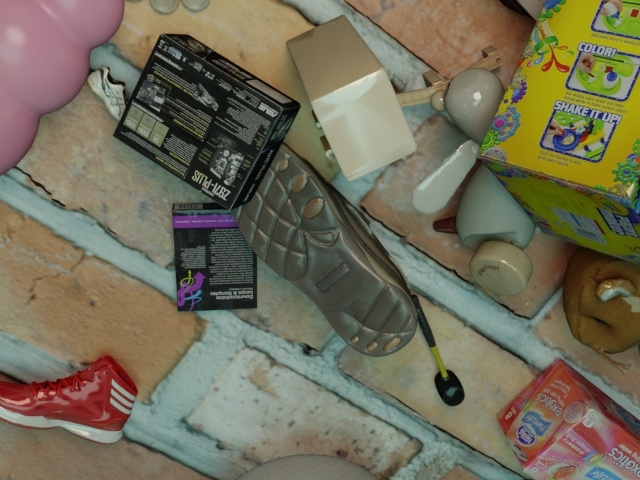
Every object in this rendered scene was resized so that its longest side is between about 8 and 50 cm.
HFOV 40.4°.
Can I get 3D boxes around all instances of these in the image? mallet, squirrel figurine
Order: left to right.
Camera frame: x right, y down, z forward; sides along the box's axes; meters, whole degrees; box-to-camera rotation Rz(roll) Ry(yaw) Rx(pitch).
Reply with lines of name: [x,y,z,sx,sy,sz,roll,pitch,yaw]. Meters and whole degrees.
mallet: [0.174,0.164,1.344,0.039,0.062,0.189,-23,102,2]
squirrel figurine: [0.549,0.049,1.220,0.371,0.281,0.396,18,125,0]

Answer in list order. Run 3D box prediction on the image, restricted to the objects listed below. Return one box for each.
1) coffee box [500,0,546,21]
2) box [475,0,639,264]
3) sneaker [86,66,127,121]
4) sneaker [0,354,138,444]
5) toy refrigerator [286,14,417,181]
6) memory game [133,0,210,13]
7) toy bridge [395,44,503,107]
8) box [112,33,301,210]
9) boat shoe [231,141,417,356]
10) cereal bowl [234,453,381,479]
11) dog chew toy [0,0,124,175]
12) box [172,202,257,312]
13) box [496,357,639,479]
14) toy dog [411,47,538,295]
coffee box: [0.289,-0.430,1.020,0.168,0.119,0.297,39,105,-24]
box: [0.354,-0.149,1.015,0.290,0.177,0.279,30,83,-57]
sneaker: [-0.259,-0.184,1.107,0.037,0.032,0.083,-34,116,9]
sneaker: [-0.372,0.209,1.265,0.221,0.087,0.128,21,103,-30]
toy refrigerator: [0.026,-0.175,1.021,0.094,0.269,0.102,-25,117,4]
memory game: [-0.179,-0.364,1.043,0.186,0.012,0.186,-4,116,-7]
toy bridge: [0.150,-0.204,1.140,0.188,0.063,0.026,-21,117,1]
box: [-0.140,-0.149,1.078,0.180,0.077,0.147,32,109,7]
boat shoe: [0.000,0.000,1.185,0.132,0.130,0.355,-35,95,18]
cereal bowl: [-0.029,0.474,1.400,0.339,0.141,0.338,-3,116,-6]
dog chew toy: [-0.363,-0.214,0.991,0.332,0.206,0.206,-40,115,3]
box: [-0.148,0.025,1.227,0.116,0.029,0.162,-1,115,-7]
box: [0.453,0.349,1.410,0.300,0.142,0.154,36,106,-22]
toy dog: [0.199,-0.085,1.151,0.161,0.220,0.333,6,122,31]
